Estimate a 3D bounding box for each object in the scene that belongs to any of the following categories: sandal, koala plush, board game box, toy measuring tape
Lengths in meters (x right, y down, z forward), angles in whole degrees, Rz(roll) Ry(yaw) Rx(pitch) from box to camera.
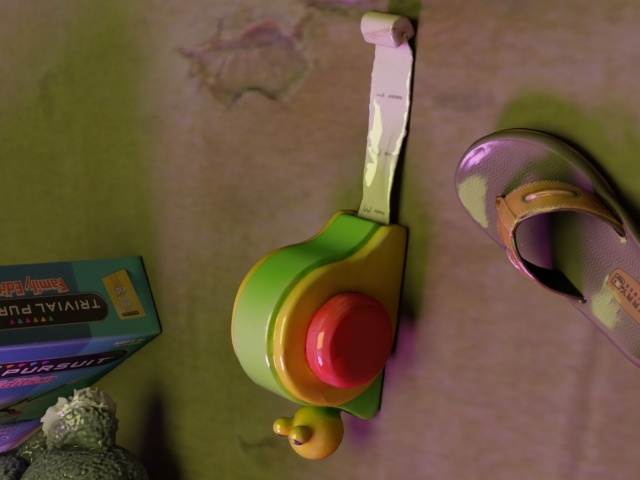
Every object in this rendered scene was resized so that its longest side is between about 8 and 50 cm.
[{"bbox_3d":[0.153,0.004,1.071,0.219,0.060,0.090,52,129,35],"label":"sandal"},{"bbox_3d":[-0.232,0.241,1.474,0.221,0.203,0.196,-26,72,36],"label":"koala plush"},{"bbox_3d":[-0.339,0.123,1.528,0.336,0.254,0.079,-36,66,46],"label":"board game box"},{"bbox_3d":[0.000,0.000,1.217,0.121,0.121,0.330,18,106,49],"label":"toy measuring tape"}]
